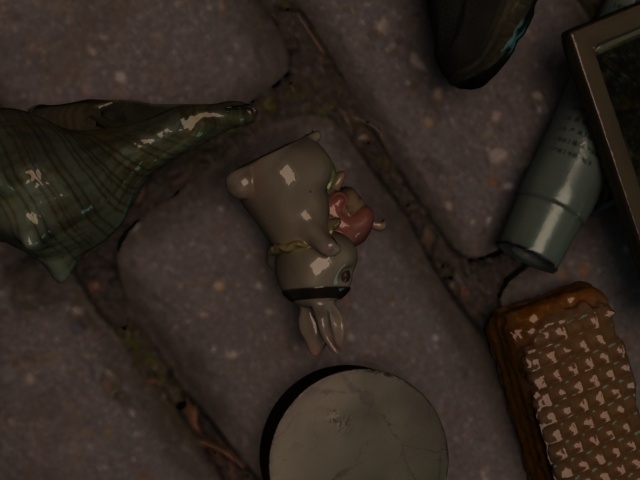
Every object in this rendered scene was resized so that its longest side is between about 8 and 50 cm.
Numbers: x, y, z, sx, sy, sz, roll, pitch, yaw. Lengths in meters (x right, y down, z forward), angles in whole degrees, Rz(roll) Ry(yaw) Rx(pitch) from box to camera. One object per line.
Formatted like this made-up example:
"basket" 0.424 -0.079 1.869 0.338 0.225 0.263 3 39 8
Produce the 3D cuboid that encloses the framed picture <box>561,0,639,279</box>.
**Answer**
"framed picture" 0.350 -0.101 0.896 0.324 0.020 0.241 -23 99 -22

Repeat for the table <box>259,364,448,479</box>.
"table" 0.024 0.158 0.834 0.133 0.043 0.134 0 89 -14

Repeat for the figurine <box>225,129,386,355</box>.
"figurine" 0.005 -0.002 0.811 0.098 0.081 0.146 -29 96 -13

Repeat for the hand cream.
"hand cream" 0.230 -0.132 0.879 0.085 0.058 0.331 28 83 -4

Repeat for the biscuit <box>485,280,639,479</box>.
"biscuit" 0.222 0.222 0.875 0.094 0.054 0.379 -18 93 -14

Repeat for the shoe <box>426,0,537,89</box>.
"shoe" 0.076 -0.281 0.815 0.171 0.132 0.337 5 86 -9

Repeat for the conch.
"conch" -0.175 -0.039 0.753 0.233 0.137 0.114 -15 120 -36
